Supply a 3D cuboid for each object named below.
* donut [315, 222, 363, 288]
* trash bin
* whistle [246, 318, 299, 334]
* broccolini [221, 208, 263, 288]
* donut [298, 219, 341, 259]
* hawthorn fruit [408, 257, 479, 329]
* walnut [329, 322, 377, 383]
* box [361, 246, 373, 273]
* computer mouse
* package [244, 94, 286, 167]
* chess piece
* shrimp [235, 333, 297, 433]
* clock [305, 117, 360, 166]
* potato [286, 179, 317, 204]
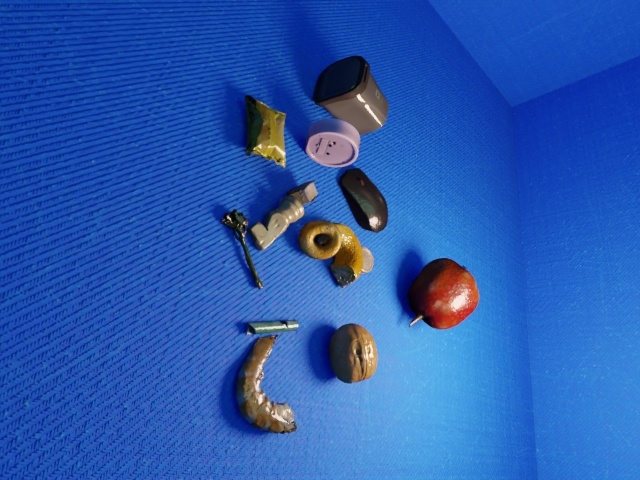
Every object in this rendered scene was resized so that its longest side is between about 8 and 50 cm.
[{"bbox_3d":[0.082,0.028,1.579,0.152,0.101,0.258,-39,103,-50],"label":"donut"},{"bbox_3d":[0.137,-0.570,1.725,0.250,0.219,0.219,38,55,-41],"label":"trash bin"},{"bbox_3d":[-0.148,0.264,1.309,0.186,0.039,0.039,7,74,-44],"label":"whistle"},{"bbox_3d":[-0.230,0.027,1.304,0.057,0.072,0.254,-70,144,-75],"label":"broccolini"},{"bbox_3d":[0.000,0.000,1.459,0.152,0.058,0.151,-1,96,-6],"label":"donut"},{"bbox_3d":[0.503,0.254,1.838,0.369,0.285,0.284,-42,110,-22],"label":"hawthorn fruit"},{"bbox_3d":[0.112,0.383,1.456,0.165,0.165,0.197,5,83,-45],"label":"walnut"},{"bbox_3d":[0.164,0.078,1.682,0.106,0.037,0.105,14,70,-42],"label":"box"},{"bbox_3d":[0.194,-0.167,1.747,0.168,0.087,0.295,-43,107,-40],"label":"computer mouse"},{"bbox_3d":[-0.182,-0.357,1.412,0.168,0.090,0.226,13,67,-40],"label":"package"},{"bbox_3d":[-0.146,-0.056,1.380,0.200,0.090,0.090,-46,112,-31],"label":"chess piece"},{"bbox_3d":[-0.168,0.428,1.236,0.185,0.068,0.286,2,68,-49],"label":"shrimp"},{"bbox_3d":[0.044,-0.355,1.565,0.197,0.197,0.068,32,56,-36],"label":"clock"},{"bbox_3d":[-0.057,-0.163,1.476,0.122,0.086,0.061,-56,129,-64],"label":"potato"}]
